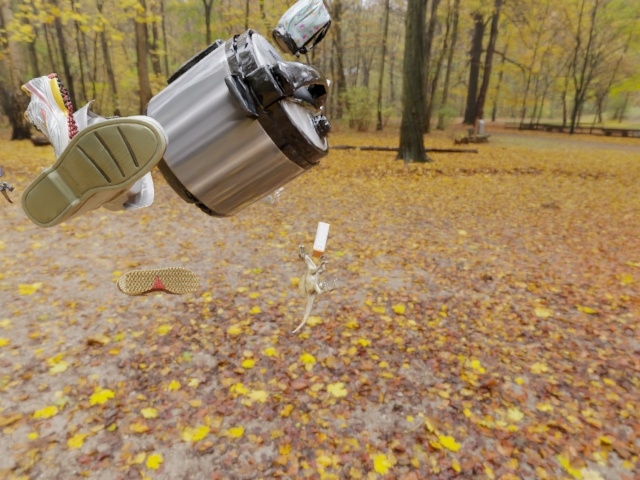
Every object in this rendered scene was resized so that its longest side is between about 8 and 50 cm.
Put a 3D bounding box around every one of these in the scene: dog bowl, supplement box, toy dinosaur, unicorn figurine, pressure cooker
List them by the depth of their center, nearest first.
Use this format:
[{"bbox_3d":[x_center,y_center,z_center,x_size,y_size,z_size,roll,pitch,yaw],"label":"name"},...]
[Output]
[{"bbox_3d":[-0.012,0.096,0.871,0.093,0.183,0.053,-17,-27,37],"label":"toy dinosaur"},{"bbox_3d":[-0.797,-0.142,1.038,0.082,0.090,0.047,25,24,8],"label":"toy dinosaur"},{"bbox_3d":[-0.170,-0.297,1.070,0.420,0.375,0.370,-28,47,18],"label":"pressure cooker"},{"bbox_3d":[-0.654,-0.248,1.322,0.102,0.348,0.349,-22,18,1],"label":"dog bowl"},{"bbox_3d":[-0.205,-0.144,1.334,0.162,0.111,0.060,15,9,3],"label":"unicorn figurine"},{"bbox_3d":[0.000,0.000,1.360,0.036,0.098,0.062,13,-24,0],"label":"supplement box"}]

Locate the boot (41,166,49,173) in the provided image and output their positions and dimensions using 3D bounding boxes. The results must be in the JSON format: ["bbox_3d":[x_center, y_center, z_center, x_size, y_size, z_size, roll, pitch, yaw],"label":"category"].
[{"bbox_3d":[-0.846,-0.176,1.353,0.059,0.084,0.158,5,14,-46],"label":"boot"}]

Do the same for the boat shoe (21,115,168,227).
[{"bbox_3d":[-0.382,-0.127,0.748,0.302,0.113,0.103,-24,12,17],"label":"boat shoe"}]

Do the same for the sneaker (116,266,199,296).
[{"bbox_3d":[-0.390,0.100,1.029,0.185,0.069,0.084,6,-13,-32],"label":"sneaker"}]

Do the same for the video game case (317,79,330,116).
[{"bbox_3d":[-0.010,-0.408,1.406,0.022,0.173,0.190,16,46,-3],"label":"video game case"}]

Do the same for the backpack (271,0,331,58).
[{"bbox_3d":[-0.057,-0.666,1.319,0.182,0.115,0.152,-42,44,1],"label":"backpack"}]

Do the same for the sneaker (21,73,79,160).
[{"bbox_3d":[-0.611,-0.262,0.975,0.093,0.225,0.088,-17,-6,-13],"label":"sneaker"}]
